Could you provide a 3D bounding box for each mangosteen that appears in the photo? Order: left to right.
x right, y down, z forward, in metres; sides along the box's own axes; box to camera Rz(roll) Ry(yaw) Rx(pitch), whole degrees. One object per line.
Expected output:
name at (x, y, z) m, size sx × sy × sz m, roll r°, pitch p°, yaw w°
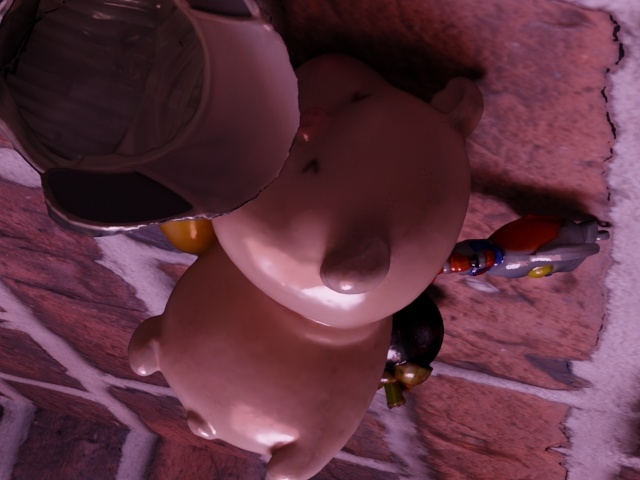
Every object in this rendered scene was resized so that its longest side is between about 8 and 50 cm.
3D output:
mangosteen at (0.084, 0.128, 1.519) m, size 0.137 × 0.151 × 0.137 m, roll -1°, pitch 166°, yaw 0°

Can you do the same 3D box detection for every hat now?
hat at (-0.127, -0.121, 0.951) m, size 0.275 × 0.232 × 0.161 m, roll 23°, pitch -171°, yaw 33°

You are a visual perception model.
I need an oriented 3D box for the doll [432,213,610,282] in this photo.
doll at (0.186, 0.009, 1.197) m, size 0.194 × 0.062 × 0.104 m, roll -10°, pitch 170°, yaw -12°

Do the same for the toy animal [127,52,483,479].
toy animal at (-0.020, -0.009, 1.018) m, size 0.277 × 0.345 × 0.247 m, roll 35°, pitch 161°, yaw -7°
